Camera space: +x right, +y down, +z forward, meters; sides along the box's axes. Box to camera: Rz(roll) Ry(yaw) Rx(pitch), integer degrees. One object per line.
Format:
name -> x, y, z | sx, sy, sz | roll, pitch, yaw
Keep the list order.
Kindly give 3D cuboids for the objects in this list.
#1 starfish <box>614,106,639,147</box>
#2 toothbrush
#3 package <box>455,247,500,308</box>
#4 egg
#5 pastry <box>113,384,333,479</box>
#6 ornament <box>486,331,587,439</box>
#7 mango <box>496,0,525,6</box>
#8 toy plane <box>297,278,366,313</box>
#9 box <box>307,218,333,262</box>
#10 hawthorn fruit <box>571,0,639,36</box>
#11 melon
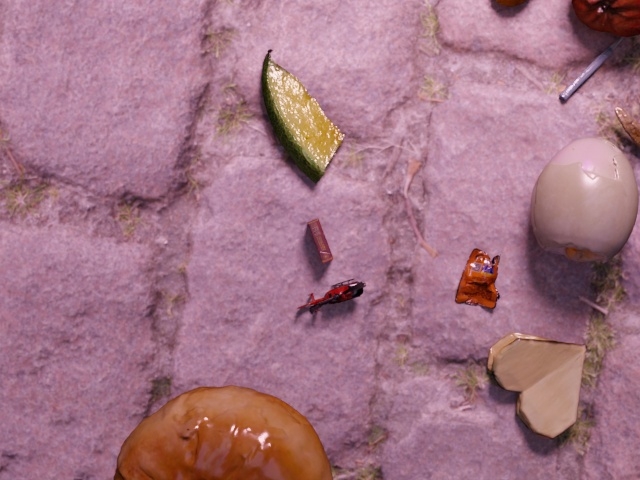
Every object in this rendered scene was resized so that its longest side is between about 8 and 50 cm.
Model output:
starfish -> 0.718, -0.156, 1.299 | 0.375, 0.094, 0.327 | 10, 98, 8
toothbrush -> 0.532, -0.344, 1.332 | 0.219, 0.019, 0.016 | -44, 96, 1
package -> 0.304, 0.073, 1.333 | 0.077, 0.033, 0.110 | 12, 96, -10
egg -> 0.471, -0.076, 1.260 | 0.183, 0.183, 0.217 | 15, 84, -1
pastry -> -0.168, 0.449, 1.232 | 0.409, 0.245, 0.409 | 0, 91, 3
ornament -> 0.428, 0.252, 1.331 | 0.180, 0.059, 0.201 | -35, 94, -1
mango -> 0.370, -0.481, 1.307 | 0.114, 0.060, 0.080 | -31, 76, 2
toy plane -> 0.024, 0.105, 1.320 | 0.145, 0.060, 0.037 | -19, 92, 15
box -> 0.000, 0.000, 1.319 | 0.023, 0.051, 0.082 | -20, 92, 2
hawthorn fruit -> 0.553, -0.471, 1.260 | 0.179, 0.179, 0.200 | 38, 74, -1
melon -> -0.040, -0.239, 1.316 | 0.114, 0.053, 0.261 | -30, 92, -7
